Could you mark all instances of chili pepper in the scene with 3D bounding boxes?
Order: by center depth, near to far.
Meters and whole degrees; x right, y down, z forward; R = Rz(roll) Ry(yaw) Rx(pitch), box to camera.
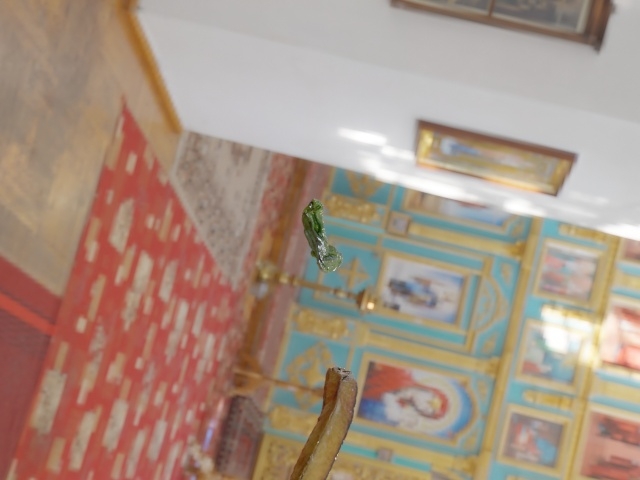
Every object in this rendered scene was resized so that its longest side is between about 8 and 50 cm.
[{"bbox_3d":[-0.001,0.001,1.024,0.034,0.030,0.091,-54,147,-25],"label":"chili pepper"}]

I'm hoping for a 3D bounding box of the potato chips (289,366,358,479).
[{"bbox_3d":[-0.015,0.169,0.743,0.037,0.026,0.204,-23,-143,51],"label":"potato chips"}]
